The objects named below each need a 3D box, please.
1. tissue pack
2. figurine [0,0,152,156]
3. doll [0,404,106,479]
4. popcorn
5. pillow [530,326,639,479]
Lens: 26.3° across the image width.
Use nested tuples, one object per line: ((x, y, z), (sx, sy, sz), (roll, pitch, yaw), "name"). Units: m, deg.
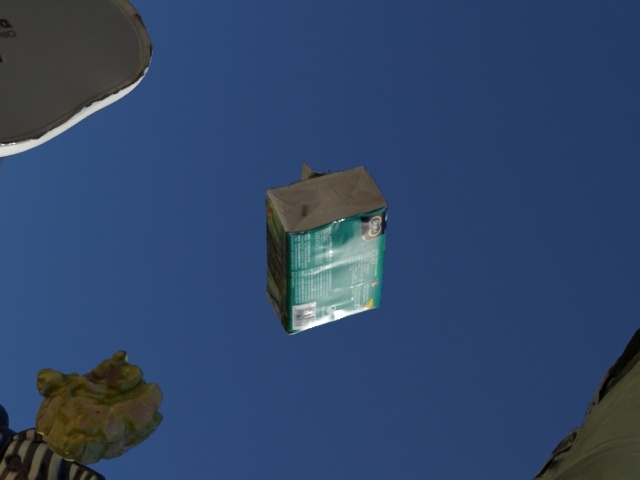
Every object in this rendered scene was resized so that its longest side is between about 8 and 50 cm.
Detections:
((0.000, 0.000, 1.050), (0.111, 0.085, 0.079), (90, -22, -45), "tissue pack")
((-0.237, -0.081, 0.848), (0.141, 0.250, 0.166), (-56, -130, 43), "figurine")
((-0.307, 0.210, 1.334), (0.219, 0.067, 0.091), (21, -97, 19), "doll")
((-0.194, 0.148, 1.193), (0.097, 0.109, 0.089), (-53, 153, -67), "popcorn")
((0.269, 0.156, 0.819), (0.283, 0.138, 0.310), (31, -113, 31), "pillow")
